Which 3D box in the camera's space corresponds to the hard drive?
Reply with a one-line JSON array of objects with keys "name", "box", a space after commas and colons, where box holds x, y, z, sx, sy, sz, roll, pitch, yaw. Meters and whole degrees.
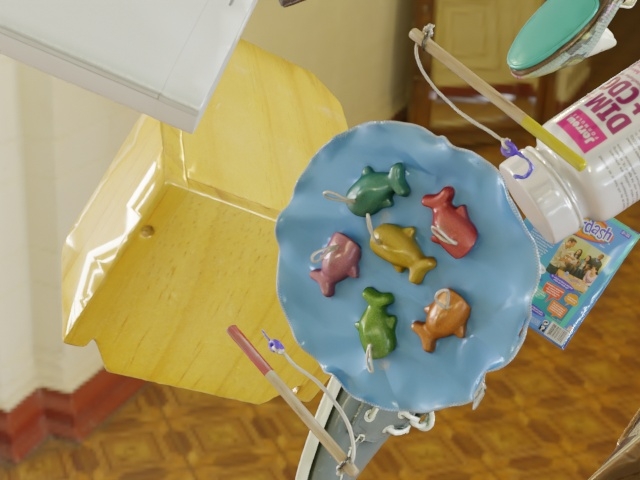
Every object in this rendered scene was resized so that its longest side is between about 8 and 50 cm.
[{"name": "hard drive", "box": [-0.197, -0.214, 0.799, 0.307, 0.040, 0.203, 23, 53, -5]}]

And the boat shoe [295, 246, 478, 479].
[{"name": "boat shoe", "box": [0.059, 0.131, 0.989, 0.099, 0.320, 0.116, 21, 7, 8]}]

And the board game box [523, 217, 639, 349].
[{"name": "board game box", "box": [0.363, 0.036, 1.714, 0.160, 0.210, 0.047, 35, 6, 11]}]

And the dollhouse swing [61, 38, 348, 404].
[{"name": "dollhouse swing", "box": [-0.122, -0.038, 1.329, 0.346, 0.315, 0.305, 18, 27, -38]}]

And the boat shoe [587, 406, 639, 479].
[{"name": "boat shoe", "box": [0.270, 0.159, 0.798, 0.123, 0.342, 0.123, 30, 8, 21]}]

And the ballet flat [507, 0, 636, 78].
[{"name": "ballet flat", "box": [0.277, -0.239, 1.106, 0.079, 0.221, 0.077, 26, 14, -40]}]

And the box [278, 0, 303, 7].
[{"name": "box", "box": [0.067, -0.547, 1.623, 0.394, 0.318, 0.097, -26, 12, -26]}]

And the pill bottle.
[{"name": "pill bottle", "box": [0.398, -0.126, 1.530, 0.283, 0.160, 0.160, -34, 27, 1]}]

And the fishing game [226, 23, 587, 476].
[{"name": "fishing game", "box": [0.042, 0.020, 0.687, 0.189, 0.264, 0.041, 47, 28, 21]}]
